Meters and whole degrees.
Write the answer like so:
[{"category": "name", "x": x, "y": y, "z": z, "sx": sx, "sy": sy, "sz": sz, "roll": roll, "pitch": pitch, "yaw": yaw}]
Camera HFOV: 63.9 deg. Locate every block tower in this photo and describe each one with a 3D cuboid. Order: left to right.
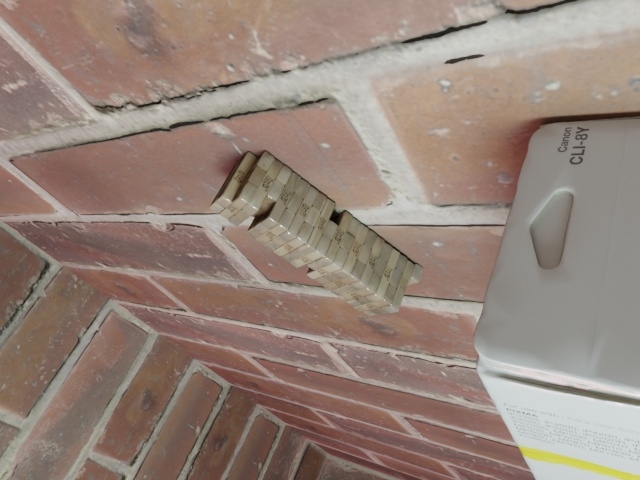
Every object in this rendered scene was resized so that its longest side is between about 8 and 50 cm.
[{"category": "block tower", "x": 0.000, "y": 0.000, "z": 0.799, "sx": 0.335, "sy": 0.097, "sz": 0.091, "roll": 34, "pitch": 152, "yaw": -18}]

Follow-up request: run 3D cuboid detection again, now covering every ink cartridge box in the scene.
[{"category": "ink cartridge box", "x": 0.308, "y": 0.107, "z": 0.525, "sx": 0.160, "sy": 0.279, "sz": 0.384, "roll": 3, "pitch": 145, "yaw": 36}]
